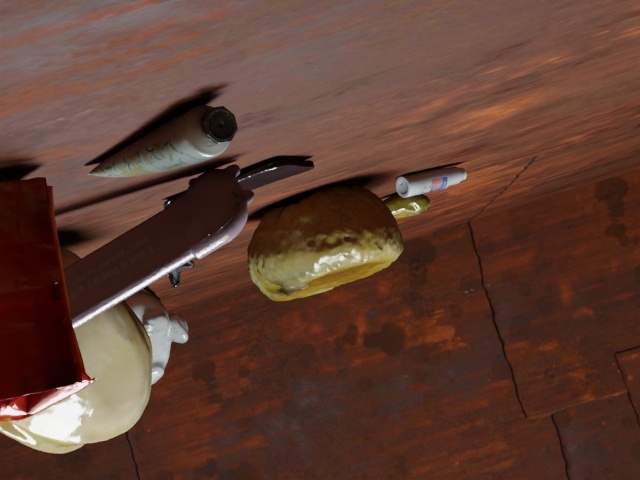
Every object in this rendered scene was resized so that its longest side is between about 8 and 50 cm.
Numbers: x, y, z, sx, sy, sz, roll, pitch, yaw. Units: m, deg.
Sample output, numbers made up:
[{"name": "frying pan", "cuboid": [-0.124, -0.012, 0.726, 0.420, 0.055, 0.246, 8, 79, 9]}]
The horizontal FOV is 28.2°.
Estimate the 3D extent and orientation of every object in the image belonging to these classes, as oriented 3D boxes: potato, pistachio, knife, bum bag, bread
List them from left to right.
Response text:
[{"name": "pistachio", "cuboid": [-0.331, 0.124, 1.510, 0.229, 0.238, 0.321, -14, 146, 29]}, {"name": "knife", "cuboid": [-0.240, 0.052, 1.338, 0.398, 0.132, 0.038, -32, 150, 3]}, {"name": "bum bag", "cuboid": [-0.091, -0.060, 1.471, 0.159, 0.026, 0.109, -20, 174, 25]}, {"name": "bread", "cuboid": [0.000, 0.000, 1.863, 0.244, 0.134, 0.244, -15, 173, -2]}, {"name": "potato", "cuboid": [0.142, -0.062, 2.168, 0.092, 0.046, 0.045, -8, -149, 5]}]

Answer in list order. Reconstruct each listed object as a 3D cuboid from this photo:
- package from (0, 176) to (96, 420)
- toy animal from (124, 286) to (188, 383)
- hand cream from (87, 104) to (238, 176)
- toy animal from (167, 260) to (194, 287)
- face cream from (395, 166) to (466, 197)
[{"name": "package", "cuboid": [-0.352, 0.083, 1.170, 0.123, 0.196, 0.423, -5, 170, -38]}, {"name": "toy animal", "cuboid": [-0.392, 0.178, 2.116, 0.325, 0.208, 0.154, -28, -147, 14]}, {"name": "hand cream", "cuboid": [-0.129, -0.075, 1.072, 0.067, 0.042, 0.194, -16, 179, -34]}, {"name": "toy animal", "cuboid": [-0.236, 0.035, 1.822, 0.202, 0.070, 0.105, -25, -170, 35]}, {"name": "face cream", "cuboid": [0.176, -0.094, 1.975, 0.130, 0.034, 0.034, -15, 175, -36]}]
